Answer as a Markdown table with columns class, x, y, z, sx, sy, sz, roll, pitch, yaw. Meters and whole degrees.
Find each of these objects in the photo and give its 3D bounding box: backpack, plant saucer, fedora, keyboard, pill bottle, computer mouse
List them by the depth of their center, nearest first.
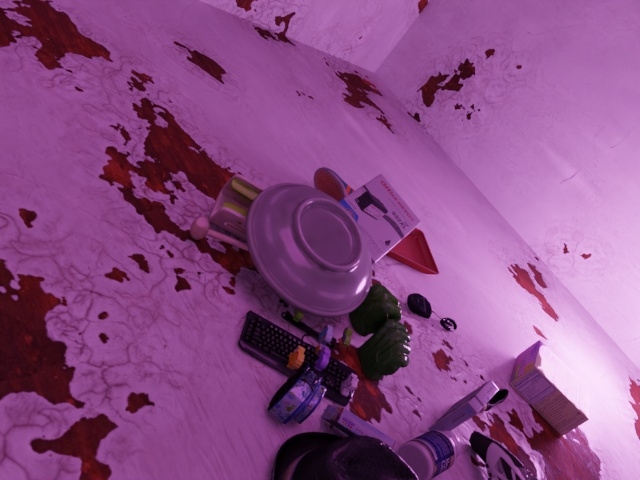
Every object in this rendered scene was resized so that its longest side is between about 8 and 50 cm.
| class | x | y | z | sx | sy | sz | roll | pitch | yaw |
| --- | --- | --- | --- | --- | --- | --- | --- | --- | --- |
| fedora | 0.076 | 0.479 | 1.037 | 0.334 | 0.152 | 0.334 | 29 | 31 | -20 |
| backpack | -0.047 | 0.332 | 1.143 | 0.084 | 0.105 | 0.114 | 43 | 34 | 5 |
| pill bottle | 0.261 | 0.504 | 1.282 | 0.169 | 0.094 | 0.094 | 1 | 48 | -49 |
| keyboard | -0.044 | 0.260 | 1.323 | 0.317 | 0.033 | 0.201 | 33 | 30 | -15 |
| plant saucer | 0.000 | 0.000 | 1.422 | 0.401 | 0.100 | 0.400 | 21 | 50 | -27 |
| computer mouse | 0.373 | 0.250 | 1.831 | 0.242 | 0.041 | 0.071 | 35 | 38 | -25 |
| plant saucer | 0.315 | 0.010 | 2.070 | 0.259 | 0.047 | 0.259 | 25 | 32 | -26 |

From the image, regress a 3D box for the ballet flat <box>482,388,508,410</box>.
| class | x | y | z | sx | sy | sz | roll | pitch | yaw |
| --- | --- | --- | --- | --- | --- | --- | --- | --- | --- |
| ballet flat | 0.522 | 0.481 | 1.666 | 0.173 | 0.049 | 0.057 | 0 | 48 | -50 |

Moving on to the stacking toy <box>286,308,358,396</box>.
| class | x | y | z | sx | sy | sz | roll | pitch | yaw |
| --- | --- | --- | --- | --- | --- | --- | --- | --- | --- |
| stacking toy | 0.010 | 0.254 | 1.311 | 0.167 | 0.052 | 0.221 | 31 | 31 | -17 |

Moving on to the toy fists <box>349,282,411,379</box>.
| class | x | y | z | sx | sy | sz | roll | pitch | yaw |
| --- | --- | --- | --- | --- | --- | --- | --- | --- | --- |
| toy fists | 0.170 | 0.241 | 1.485 | 0.096 | 0.142 | 0.279 | 24 | 33 | -27 |

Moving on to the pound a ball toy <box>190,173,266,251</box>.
| class | x | y | z | sx | sy | sz | roll | pitch | yaw |
| --- | --- | --- | --- | --- | --- | --- | --- | --- | --- |
| pound a ball toy | -0.189 | -0.026 | 1.476 | 0.319 | 0.136 | 0.208 | 29 | 57 | -21 |

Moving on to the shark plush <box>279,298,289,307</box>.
| class | x | y | z | sx | sy | sz | roll | pitch | yaw |
| --- | --- | --- | --- | --- | --- | --- | --- | --- | --- |
| shark plush | -0.085 | 0.116 | 1.431 | 0.073 | 0.067 | 0.161 | 39 | 29 | -3 |

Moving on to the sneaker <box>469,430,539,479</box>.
| class | x | y | z | sx | sy | sz | roll | pitch | yaw |
| --- | --- | --- | --- | --- | --- | --- | --- | --- | --- |
| sneaker | 0.463 | 0.619 | 1.345 | 0.122 | 0.146 | 0.330 | 53 | -8 | -37 |

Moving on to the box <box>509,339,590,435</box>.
| class | x | y | z | sx | sy | sz | roll | pitch | yaw |
| --- | --- | --- | --- | --- | --- | --- | --- | --- | --- |
| box | 0.800 | 0.507 | 1.890 | 0.243 | 0.117 | 0.214 | 46 | 30 | 8 |

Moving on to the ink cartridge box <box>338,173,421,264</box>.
| class | x | y | z | sx | sy | sz | roll | pitch | yaw |
| --- | --- | --- | --- | --- | --- | --- | --- | --- | --- |
| ink cartridge box | 0.156 | -0.055 | 1.781 | 0.223 | 0.129 | 0.307 | 51 | 46 | 3 |

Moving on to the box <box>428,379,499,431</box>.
| class | x | y | z | sx | sy | sz | roll | pitch | yaw |
| --- | --- | --- | --- | --- | --- | --- | --- | --- | --- |
| box | 0.385 | 0.449 | 1.451 | 0.038 | 0.145 | 0.186 | 53 | 31 | 16 |

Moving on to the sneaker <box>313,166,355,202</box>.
| class | x | y | z | sx | sy | sz | roll | pitch | yaw |
| --- | --- | --- | --- | --- | --- | --- | --- | --- | --- |
| sneaker | 0.094 | -0.143 | 1.970 | 0.302 | 0.108 | 0.121 | 52 | 29 | 4 |

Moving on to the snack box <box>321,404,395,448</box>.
| class | x | y | z | sx | sy | sz | roll | pitch | yaw |
| --- | --- | --- | --- | --- | --- | --- | --- | --- | --- |
| snack box | 0.081 | 0.414 | 1.190 | 0.141 | 0.100 | 0.037 | 36 | 67 | -10 |
